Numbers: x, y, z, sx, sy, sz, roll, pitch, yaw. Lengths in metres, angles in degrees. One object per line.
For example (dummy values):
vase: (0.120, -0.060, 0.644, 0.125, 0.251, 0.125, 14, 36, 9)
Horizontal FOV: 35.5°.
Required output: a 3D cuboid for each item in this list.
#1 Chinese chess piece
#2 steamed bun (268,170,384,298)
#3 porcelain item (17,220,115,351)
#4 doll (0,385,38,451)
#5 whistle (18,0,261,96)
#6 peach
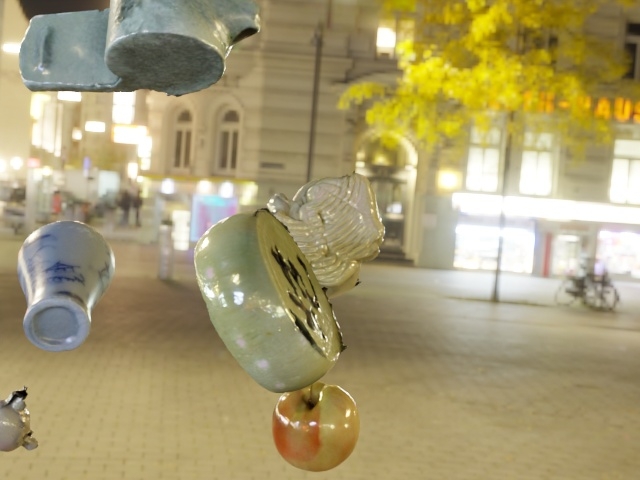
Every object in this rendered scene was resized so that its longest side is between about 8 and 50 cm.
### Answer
Chinese chess piece: (-0.092, 0.110, 1.862, 0.146, 0.349, 0.349, -28, -5, 11)
steamed bun: (0.000, 0.000, 2.309, 0.320, 0.275, 0.206, -27, -11, -17)
porcelain item: (-0.371, 0.059, 1.449, 0.141, 0.141, 0.259, 4, 24, -13)
doll: (-0.709, 0.406, 2.163, 0.192, 0.149, 0.095, -16, 17, -12)
whistle: (-0.296, -0.331, 1.617, 0.405, 0.168, 0.188, -15, -26, 35)
peach: (-0.010, 0.376, 2.001, 0.184, 0.184, 0.184, 4, 2, 0)
